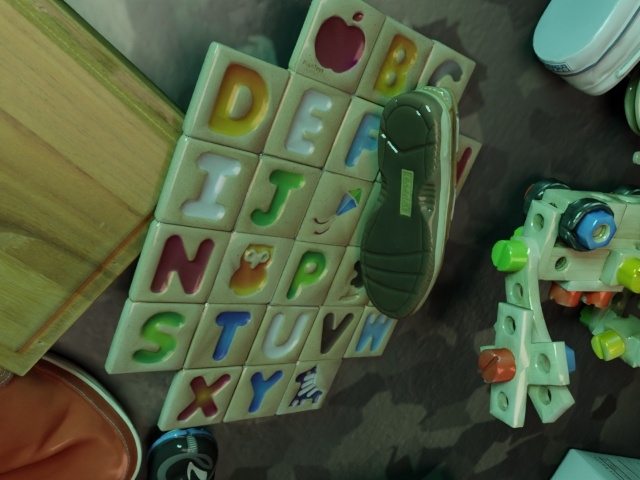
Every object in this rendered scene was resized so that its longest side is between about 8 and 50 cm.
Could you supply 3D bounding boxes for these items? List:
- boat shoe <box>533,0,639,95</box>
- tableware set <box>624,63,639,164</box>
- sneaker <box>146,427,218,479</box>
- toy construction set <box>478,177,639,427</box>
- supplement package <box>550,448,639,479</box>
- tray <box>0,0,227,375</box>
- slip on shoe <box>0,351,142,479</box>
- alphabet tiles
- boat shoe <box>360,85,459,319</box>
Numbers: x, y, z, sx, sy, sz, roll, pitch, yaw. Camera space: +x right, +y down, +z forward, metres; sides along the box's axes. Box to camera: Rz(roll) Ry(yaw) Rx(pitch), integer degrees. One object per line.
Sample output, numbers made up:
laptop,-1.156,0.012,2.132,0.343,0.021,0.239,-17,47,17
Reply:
boat shoe,0.281,-0.241,0.482,0.084,0.095,0.258,24,113,-35
tableware set,0.364,-0.140,0.589,0.194,0.039,0.128,-5,104,-28
sneaker,-0.126,0.250,0.534,0.067,0.078,0.188,5,111,-26
toy construction set,0.273,0.057,0.588,0.327,0.151,0.215,-5,116,-33
supplement package,0.436,0.435,0.797,0.262,0.198,0.199,18,106,-29
tray,-0.267,-0.109,0.307,0.203,0.076,0.411,-46,124,2
slip on shoe,-0.260,0.113,0.396,0.123,0.101,0.331,-48,124,-4
alphabet tiles,0.000,0.000,0.465,0.285,0.011,0.343,8,111,-43
boat shoe,0.081,-0.026,0.469,0.072,0.068,0.190,-29,136,-45
